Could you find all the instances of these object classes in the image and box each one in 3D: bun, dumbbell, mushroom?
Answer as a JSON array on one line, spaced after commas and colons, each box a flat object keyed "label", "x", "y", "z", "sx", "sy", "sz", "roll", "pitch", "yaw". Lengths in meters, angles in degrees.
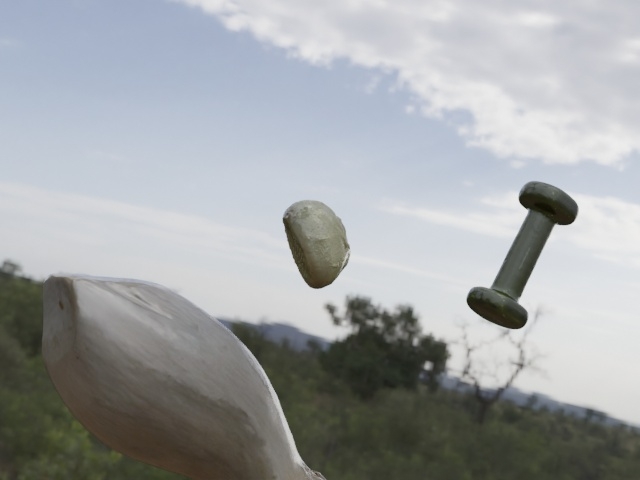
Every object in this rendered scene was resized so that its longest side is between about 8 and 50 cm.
[{"label": "bun", "x": 0.000, "y": 0.000, "z": 1.011, "sx": 0.055, "sy": 0.086, "sz": 0.086, "roll": -23, "pitch": -2, "yaw": -9}, {"label": "dumbbell", "x": 0.161, "y": 0.012, "z": 0.860, "sx": 0.052, "sy": 0.118, "sz": 0.046, "roll": 33, "pitch": -11, "yaw": -25}, {"label": "mushroom", "x": -0.077, "y": 0.095, "z": 0.611, "sx": 0.212, "sy": 0.088, "sz": 0.097, "roll": 45, "pitch": -55, "yaw": -12}]
